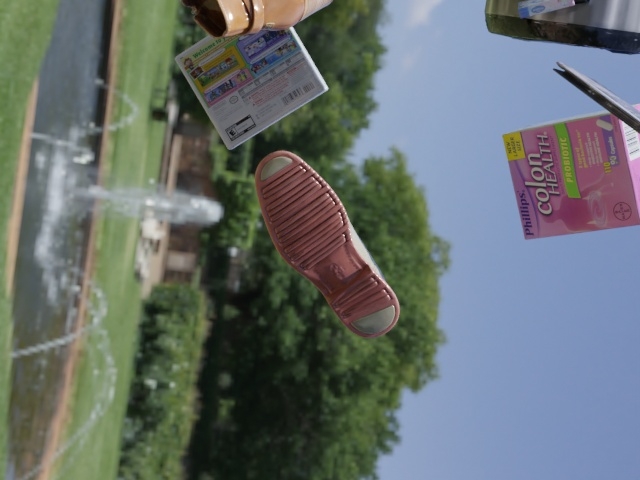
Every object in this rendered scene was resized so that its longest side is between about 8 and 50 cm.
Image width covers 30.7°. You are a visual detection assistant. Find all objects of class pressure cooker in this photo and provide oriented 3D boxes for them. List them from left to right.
[{"bbox_3d":[0.518,-0.589,2.284,0.375,0.370,0.420,-143,-121,-67],"label":"pressure cooker"}]

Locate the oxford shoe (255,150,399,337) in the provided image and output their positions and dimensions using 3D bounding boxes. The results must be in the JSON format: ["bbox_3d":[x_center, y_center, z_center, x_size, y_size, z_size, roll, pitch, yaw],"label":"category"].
[{"bbox_3d":[0.000,0.000,2.134,0.397,0.141,0.146,59,4,-20],"label":"oxford shoe"}]

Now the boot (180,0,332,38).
[{"bbox_3d":[-0.091,-0.272,1.074,0.152,0.197,0.073,-29,162,-43],"label":"boot"}]

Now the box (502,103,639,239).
[{"bbox_3d":[0.496,-0.129,2.219,0.117,0.243,0.213,-21,101,-51],"label":"box"}]

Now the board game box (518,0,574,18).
[{"bbox_3d":[0.374,-0.393,1.939,0.090,0.090,0.020,-62,137,-70],"label":"board game box"}]

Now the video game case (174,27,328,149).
[{"bbox_3d":[-0.123,-0.296,2.066,0.193,0.212,0.023,59,16,-1],"label":"video game case"}]

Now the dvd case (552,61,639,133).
[{"bbox_3d":[0.445,-0.203,1.751,0.018,0.164,0.221,-55,158,17],"label":"dvd case"}]
